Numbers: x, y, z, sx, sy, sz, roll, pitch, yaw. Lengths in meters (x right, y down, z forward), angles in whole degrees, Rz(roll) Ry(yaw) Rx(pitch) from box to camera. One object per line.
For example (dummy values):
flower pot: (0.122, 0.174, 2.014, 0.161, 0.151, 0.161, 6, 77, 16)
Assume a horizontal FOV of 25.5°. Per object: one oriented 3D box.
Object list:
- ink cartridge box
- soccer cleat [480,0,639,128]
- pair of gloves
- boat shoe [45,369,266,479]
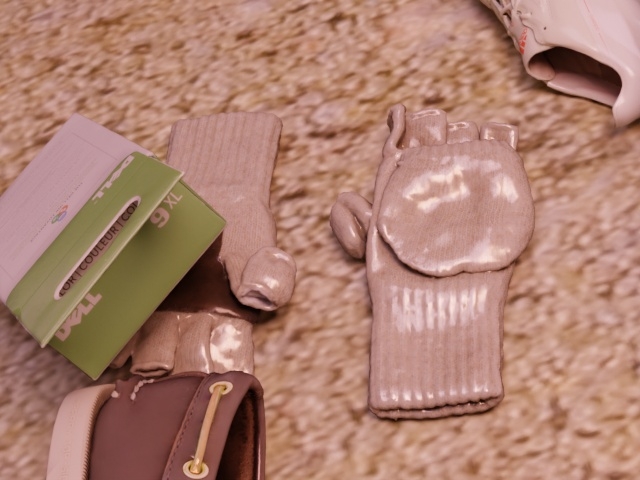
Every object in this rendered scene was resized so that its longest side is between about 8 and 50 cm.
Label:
ink cartridge box: (-0.119, 0.004, 0.756, 0.109, 0.062, 0.209, -50, 26, -7)
soccer cleat: (0.134, -0.140, 0.855, 0.076, 0.068, 0.196, -43, 57, -12)
pair of gloves: (0.000, 0.000, 0.805, 0.240, 0.042, 0.204, 3, 55, 17)
boat shoe: (-0.068, 0.196, 0.635, 0.097, 0.116, 0.324, -14, 46, 10)
